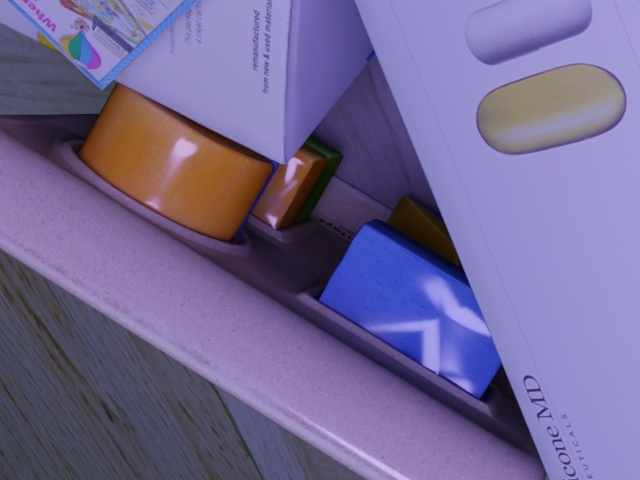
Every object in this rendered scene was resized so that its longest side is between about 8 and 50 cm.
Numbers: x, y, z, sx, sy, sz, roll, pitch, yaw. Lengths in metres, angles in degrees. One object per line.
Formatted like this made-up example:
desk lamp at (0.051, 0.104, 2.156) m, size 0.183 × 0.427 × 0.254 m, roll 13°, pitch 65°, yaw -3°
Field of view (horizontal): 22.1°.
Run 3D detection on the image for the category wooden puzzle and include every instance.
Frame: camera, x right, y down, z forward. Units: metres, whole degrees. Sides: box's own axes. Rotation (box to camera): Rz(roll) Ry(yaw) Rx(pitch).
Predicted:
wooden puzzle at (0.000, 0.000, 0.886) m, size 0.322 × 0.348 × 0.080 m, roll 32°, pitch 105°, yaw 7°

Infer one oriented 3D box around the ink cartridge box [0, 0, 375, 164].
ink cartridge box at (-0.070, -0.187, 0.778) m, size 0.233 × 0.171 × 0.168 m, roll 27°, pitch 147°, yaw 16°

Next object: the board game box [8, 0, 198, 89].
board game box at (-0.122, -0.143, 0.695) m, size 0.154 × 0.026 × 0.103 m, roll 44°, pitch 146°, yaw -11°

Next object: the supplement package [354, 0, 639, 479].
supplement package at (0.163, -0.041, 0.641) m, size 0.145 × 0.204 × 0.261 m, roll -14°, pitch 102°, yaw 51°
